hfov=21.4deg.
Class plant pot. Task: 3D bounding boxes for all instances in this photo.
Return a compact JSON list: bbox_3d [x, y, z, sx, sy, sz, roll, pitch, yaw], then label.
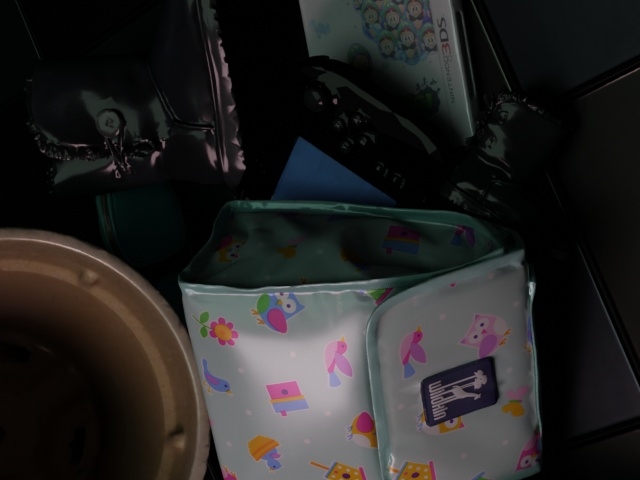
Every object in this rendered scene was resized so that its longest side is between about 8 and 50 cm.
[{"bbox_3d":[-0.290,0.173,1.557,0.334,0.333,0.305,68,165,3],"label":"plant pot"}]

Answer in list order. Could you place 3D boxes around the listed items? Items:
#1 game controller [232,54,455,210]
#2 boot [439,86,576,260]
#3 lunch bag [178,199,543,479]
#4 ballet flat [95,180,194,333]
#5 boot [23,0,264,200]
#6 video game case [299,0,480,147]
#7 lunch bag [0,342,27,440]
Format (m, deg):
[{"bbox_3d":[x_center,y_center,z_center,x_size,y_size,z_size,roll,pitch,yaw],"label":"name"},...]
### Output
[{"bbox_3d":[0.000,0.000,1.416,0.166,0.067,0.319,40,131,20],"label":"game controller"},{"bbox_3d":[0.160,-0.053,1.289,0.121,0.045,0.099,30,102,0],"label":"boot"},{"bbox_3d":[0.044,0.091,1.321,0.262,0.160,0.223,1,121,18],"label":"lunch bag"},{"bbox_3d":[-0.155,0.033,1.574,0.087,0.083,0.247,-38,75,56],"label":"ballet flat"},{"bbox_3d":[-0.162,-0.155,1.467,0.207,0.094,0.247,-1,109,17],"label":"boot"},{"bbox_3d":[0.056,-0.142,1.373,0.157,0.019,0.143,-3,101,42],"label":"video game case"},{"bbox_3d":[-0.430,0.195,1.825,0.293,0.120,0.258,-23,93,35],"label":"lunch bag"}]
